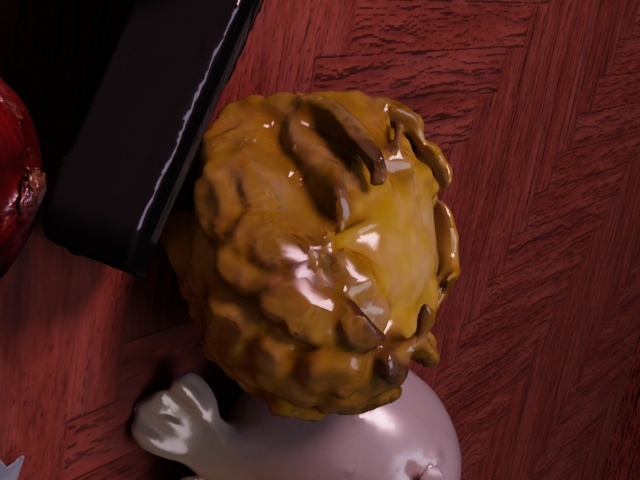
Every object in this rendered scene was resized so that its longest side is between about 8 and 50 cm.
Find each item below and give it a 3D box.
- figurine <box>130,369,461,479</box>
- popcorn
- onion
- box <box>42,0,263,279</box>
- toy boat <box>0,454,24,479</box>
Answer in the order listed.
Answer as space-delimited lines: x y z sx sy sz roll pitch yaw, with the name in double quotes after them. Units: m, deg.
-0.073 0.237 0.915 0.274 0.226 0.394 45 76 -26 "figurine"
0.000 0.000 0.825 0.250 0.190 0.250 33 44 -38 "popcorn"
-0.191 -0.029 0.549 0.131 0.131 0.131 -38 138 -45 "onion"
-0.062 -0.148 0.673 0.211 0.058 0.350 152 -39 -81 "box"
-0.250 0.156 0.629 0.291 0.067 0.220 24 85 -65 "toy boat"
